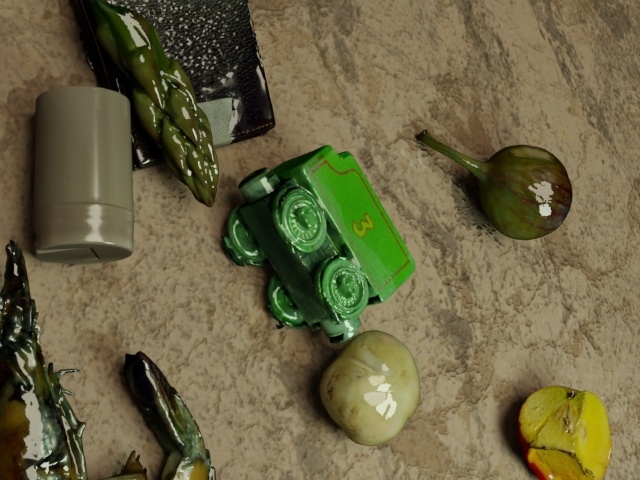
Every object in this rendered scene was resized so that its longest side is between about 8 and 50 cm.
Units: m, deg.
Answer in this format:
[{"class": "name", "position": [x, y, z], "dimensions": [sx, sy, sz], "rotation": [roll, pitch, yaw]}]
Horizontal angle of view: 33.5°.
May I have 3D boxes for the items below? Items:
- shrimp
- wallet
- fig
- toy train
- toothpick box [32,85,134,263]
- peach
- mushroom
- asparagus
[{"class": "shrimp", "position": [-0.247, 0.206, 1.153], "dimensions": [0.272, 0.085, 0.445], "rotation": [-20, 94, -40]}, {"class": "wallet", "position": [-0.178, -0.237, 1.323], "dimensions": [0.221, 0.071, 0.262], "rotation": [-21, 98, -38]}, {"class": "fig", "position": [0.255, -0.099, 1.571], "dimensions": [0.245, 0.149, 0.149], "rotation": [26, 64, -15]}, {"class": "toy train", "position": [0.000, 0.000, 1.355], "dimensions": [0.188, 0.132, 0.243], "rotation": [-43, 107, -40]}, {"class": "toothpick box", "position": [-0.264, -0.069, 1.188], "dimensions": [0.111, 0.111, 0.180], "rotation": [6, 74, -35]}, {"class": "peach", "position": [0.356, 0.285, 1.550], "dimensions": [0.151, 0.118, 0.151], "rotation": [0, 60, 0]}, {"class": "mushroom", "position": [0.066, 0.189, 1.364], "dimensions": [0.148, 0.112, 0.148], "rotation": [7, 77, -35]}, {"class": "asparagus", "position": [-0.182, -0.166, 1.242], "dimensions": [0.080, 0.080, 0.287], "rotation": [-36, 112, -36]}]
